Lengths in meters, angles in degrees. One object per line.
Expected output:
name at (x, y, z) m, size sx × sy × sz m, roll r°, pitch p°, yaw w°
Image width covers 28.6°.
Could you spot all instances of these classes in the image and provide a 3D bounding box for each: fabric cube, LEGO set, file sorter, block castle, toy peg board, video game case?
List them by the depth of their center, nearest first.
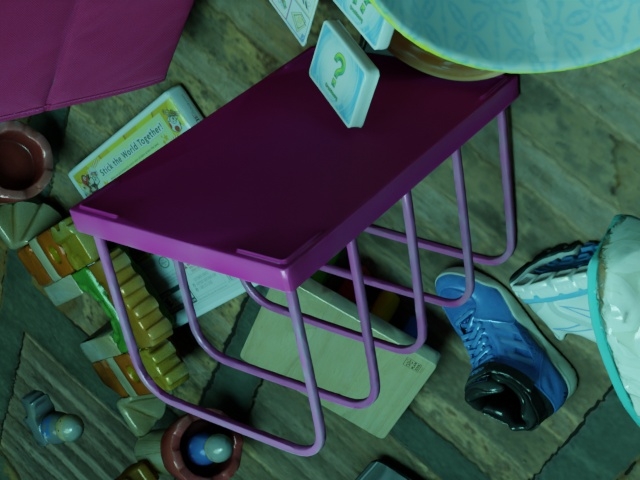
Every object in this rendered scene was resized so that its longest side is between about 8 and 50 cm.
LEGO set at (-0.014, -0.225, 0.932) m, size 0.244 × 0.060 × 0.182 m, roll 58°, pitch 142°, yaw 41°
file sorter at (0.000, 0.000, 0.969) m, size 0.202 × 0.291 × 0.182 m, roll 15°, pitch 130°, yaw 35°
fabric cube at (-0.253, -0.274, 0.999) m, size 0.254 × 0.259 × 0.258 m, roll 55°, pitch 142°, yaw 19°
toy peg board at (0.027, 0.084, 1.170) m, size 0.161 × 0.079 × 0.161 m, roll 29°, pitch 145°, yaw 3°
video game case at (-0.147, -0.027, 1.286) m, size 0.227 × 0.026 × 0.206 m, roll -28°, pitch 97°, yaw 50°
block castle at (-0.308, 0.131, 1.309) m, size 0.453 × 0.303 × 0.213 m, roll 57°, pitch 149°, yaw -7°

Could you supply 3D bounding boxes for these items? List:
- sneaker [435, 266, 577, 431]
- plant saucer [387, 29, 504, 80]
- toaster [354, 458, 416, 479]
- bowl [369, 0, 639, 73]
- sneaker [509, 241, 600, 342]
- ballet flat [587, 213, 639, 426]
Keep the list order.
sneaker at (0.140, 0.094, 1.059) m, size 0.152 × 0.084 × 0.058 m, roll 48°, pitch 139°, yaw 6°
plant saucer at (0.095, -0.215, 0.919) m, size 0.200 × 0.037 × 0.200 m, roll 25°, pitch 133°, yaw 29°
toaster at (0.082, 0.327, 1.260) m, size 0.168 × 0.110 × 0.185 m, roll 34°, pitch 136°, yaw 19°
bowl at (0.133, -0.259, 0.736) m, size 0.156 × 0.290 × 0.289 m, roll -105°, pitch 20°, yaw -45°
sneaker at (0.237, 0.042, 0.956) m, size 0.191 × 0.071 × 0.083 m, roll -10°, pitch 117°, yaw 55°
ballet flat at (0.302, 0.115, 0.837) m, size 0.147 × 0.147 × 0.409 m, roll 9°, pitch 149°, yaw 39°
